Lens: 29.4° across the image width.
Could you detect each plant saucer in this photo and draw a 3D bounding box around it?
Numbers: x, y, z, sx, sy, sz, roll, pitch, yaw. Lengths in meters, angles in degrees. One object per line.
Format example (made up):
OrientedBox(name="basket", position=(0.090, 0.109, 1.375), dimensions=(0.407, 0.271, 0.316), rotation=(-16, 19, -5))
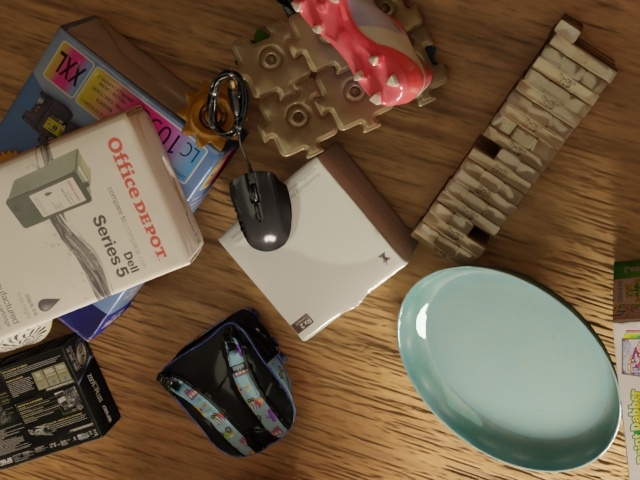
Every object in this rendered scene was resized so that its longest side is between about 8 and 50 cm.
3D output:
OrientedBox(name="plant saucer", position=(0.243, 0.158, 1.564), dimensions=(0.317, 0.044, 0.317), rotation=(22, 133, 26))

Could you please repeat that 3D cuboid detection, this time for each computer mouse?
OrientedBox(name="computer mouse", position=(-0.088, -0.090, 1.480), dimensions=(0.071, 0.041, 0.242), rotation=(-13, 116, 8))

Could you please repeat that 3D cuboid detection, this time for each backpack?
OrientedBox(name="backpack", position=(-0.111, 0.200, 1.677), dimensions=(0.158, 0.117, 0.173), rotation=(-36, 94, 19))

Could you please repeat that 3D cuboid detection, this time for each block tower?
OrientedBox(name="block tower", position=(0.243, -0.116, 1.528), dimensions=(0.097, 0.091, 0.335), rotation=(33, 110, 2))

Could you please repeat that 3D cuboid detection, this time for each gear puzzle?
OrientedBox(name="gear puzzle", position=(-0.017, -0.196, 1.526), dimensions=(0.339, 0.044, 0.175), rotation=(-26, 90, -9))

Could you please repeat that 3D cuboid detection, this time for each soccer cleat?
OrientedBox(name="soccer cleat", position=(0.043, -0.271, 1.486), dimensions=(0.083, 0.095, 0.248), rotation=(-41, 80, 40))

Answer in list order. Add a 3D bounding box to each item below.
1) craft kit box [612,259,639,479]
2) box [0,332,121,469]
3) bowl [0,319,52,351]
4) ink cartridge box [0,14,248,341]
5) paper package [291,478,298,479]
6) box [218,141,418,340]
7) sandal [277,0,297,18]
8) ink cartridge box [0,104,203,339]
OrientedBox(name="craft kit box", position=(0.394, 0.173, 1.487), dimensions=(0.061, 0.250, 0.246), rotation=(-3, 104, 15))
OrientedBox(name="box", position=(-0.406, 0.232, 1.774), dimensions=(0.180, 0.077, 0.147), rotation=(-20, 100, 17))
OrientedBox(name="bowl", position=(-0.447, 0.091, 1.611), dimensions=(0.170, 0.080, 0.170), rotation=(15, 128, 19))
OrientedBox(name="ink cartridge box", position=(-0.320, -0.059, 1.642), dimensions=(0.270, 0.151, 0.395), rotation=(37, 111, 1))
OrientedBox(name="paper package", position=(-0.040, 0.549, 1.670), dimensions=(0.309, 0.168, 0.325), rotation=(32, 114, 36))
OrientedBox(name="box", position=(0.000, 0.000, 1.598), dimensions=(0.181, 0.119, 0.182), rotation=(-39, 94, 19))
OrientedBox(name="sandal", position=(-0.041, -0.330, 1.559), dimensions=(0.067, 0.040, 0.179), rotation=(-31, 96, 19))
OrientedBox(name="ink cartridge box", position=(-0.308, -0.022, 1.486), dimensions=(0.273, 0.115, 0.198), rotation=(-22, 99, 6))
